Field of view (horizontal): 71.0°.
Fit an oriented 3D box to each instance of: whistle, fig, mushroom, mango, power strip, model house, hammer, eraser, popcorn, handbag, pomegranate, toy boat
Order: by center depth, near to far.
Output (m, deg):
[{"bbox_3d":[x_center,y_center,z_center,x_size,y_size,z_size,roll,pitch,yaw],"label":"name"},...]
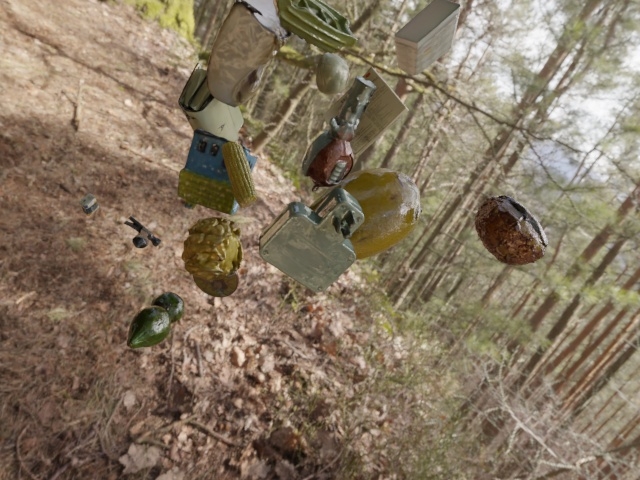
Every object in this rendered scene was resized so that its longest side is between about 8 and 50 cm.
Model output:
[{"bbox_3d":[-0.030,-0.553,1.099,0.276,0.084,0.111,11,55,-46],"label":"toy boat"},{"bbox_3d":[0.000,0.000,1.163,0.229,0.261,0.141,36,19,-26],"label":"power strip"},{"bbox_3d":[0.049,-0.272,1.226,0.142,0.346,0.134,7,39,-31],"label":"whistle"},{"bbox_3d":[-0.548,0.277,1.398,0.123,0.123,0.156,34,24,14],"label":"fig"},{"bbox_3d":[0.111,-0.081,1.413,0.445,0.220,0.301,-20,50,-18],"label":"mango"},{"bbox_3d":[-0.593,-0.016,1.482,0.137,0.037,0.290,43,-7,-18],"label":"hammer"},{"bbox_3d":[-0.383,0.032,1.589,0.190,0.250,0.250,29,21,29],"label":"popcorn"},{"bbox_3d":[0.376,-0.711,1.596,0.082,0.213,0.397,53,13,3],"label":"eraser"},{"bbox_3d":[-0.567,0.260,1.656,0.122,0.161,0.122,17,47,-19],"label":"pomegranate"},{"bbox_3d":[-0.282,-0.716,1.681,0.224,0.397,0.314,26,39,-22],"label":"mushroom"},{"bbox_3d":[-0.410,-0.249,1.751,0.237,0.303,0.215,20,6,1],"label":"model house"},{"bbox_3d":[-0.461,-0.539,1.921,0.160,0.237,0.358,22,-18,10],"label":"handbag"}]

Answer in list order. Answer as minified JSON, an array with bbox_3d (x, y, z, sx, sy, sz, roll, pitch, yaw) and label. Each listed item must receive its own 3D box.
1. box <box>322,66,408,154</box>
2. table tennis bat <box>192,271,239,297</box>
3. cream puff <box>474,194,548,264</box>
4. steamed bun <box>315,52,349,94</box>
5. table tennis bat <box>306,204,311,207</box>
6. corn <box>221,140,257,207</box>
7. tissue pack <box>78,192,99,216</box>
[{"bbox_3d":[0.138,-0.397,1.394,0.168,0.212,0.095,50,19,0],"label":"box"},{"bbox_3d":[-0.446,0.123,1.898,0.200,0.310,0.038,5,39,2],"label":"table tennis bat"},{"bbox_3d":[0.571,-0.024,1.367,0.240,0.164,0.240,58,0,-1],"label":"cream puff"},{"bbox_3d":[0.041,-0.542,1.466,0.091,0.130,0.112,22,10,34],"label":"steamed bun"},{"bbox_3d":[0.039,-0.147,1.701,0.044,0.329,0.215,57,45,-15],"label":"table tennis bat"},{"bbox_3d":[-0.280,-0.231,1.555,0.081,0.081,0.248,0,65,-47],"label":"corn"},{"bbox_3d":[-0.925,-0.142,1.794,0.042,0.083,0.062,33,58,1],"label":"tissue pack"}]
